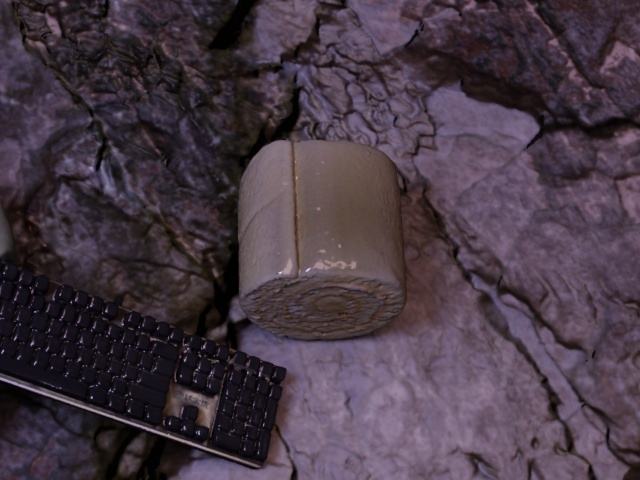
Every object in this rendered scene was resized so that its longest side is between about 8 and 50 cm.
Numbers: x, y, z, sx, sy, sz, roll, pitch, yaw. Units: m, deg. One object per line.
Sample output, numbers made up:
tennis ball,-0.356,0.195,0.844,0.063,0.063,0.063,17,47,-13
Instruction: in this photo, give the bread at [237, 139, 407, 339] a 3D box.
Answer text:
bread,0.000,0.000,1.095,0.148,0.134,0.141,9,59,-17

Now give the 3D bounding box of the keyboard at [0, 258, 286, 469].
keyboard,-0.168,0.094,1.009,0.317,0.027,0.106,24,62,-26

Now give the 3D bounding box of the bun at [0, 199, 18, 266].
bun,-0.390,0.047,0.997,0.283,0.179,0.283,15,63,-32
